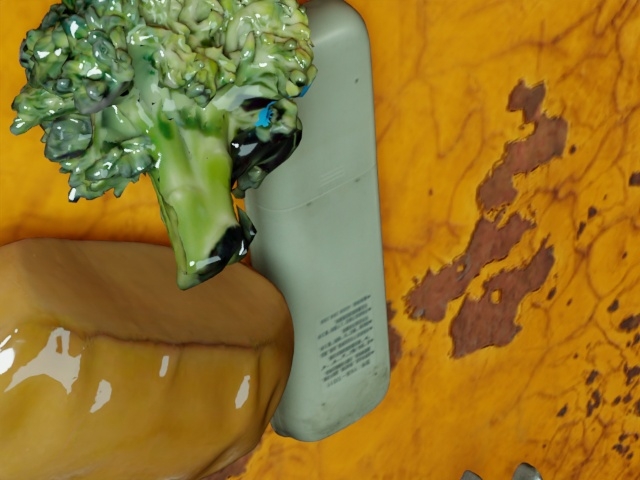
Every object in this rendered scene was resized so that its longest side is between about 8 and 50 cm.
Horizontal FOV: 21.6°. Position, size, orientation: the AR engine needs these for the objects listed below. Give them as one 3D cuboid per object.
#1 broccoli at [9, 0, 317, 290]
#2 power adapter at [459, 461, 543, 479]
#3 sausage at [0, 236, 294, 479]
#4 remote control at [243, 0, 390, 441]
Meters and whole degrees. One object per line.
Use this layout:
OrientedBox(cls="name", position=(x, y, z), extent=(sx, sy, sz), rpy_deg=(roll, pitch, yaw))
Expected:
OrientedBox(cls="broccoli", position=(-0.066, -0.055, 0.791), extent=(0.154, 0.160, 0.167), rpy_deg=(-17, 162, -14))
OrientedBox(cls="power adapter", position=(0.098, 0.249, 1.204), extent=(0.130, 0.125, 0.205), rpy_deg=(-3, 121, -43))
OrientedBox(cls="sausage", position=(-0.110, 0.069, 0.871), extent=(0.241, 0.120, 0.136), rpy_deg=(1, 130, -45))
OrientedBox(cls="remote control", position=(-0.001, 0.000, 0.991), extent=(0.090, 0.038, 0.310), rpy_deg=(-29, 135, -25))
